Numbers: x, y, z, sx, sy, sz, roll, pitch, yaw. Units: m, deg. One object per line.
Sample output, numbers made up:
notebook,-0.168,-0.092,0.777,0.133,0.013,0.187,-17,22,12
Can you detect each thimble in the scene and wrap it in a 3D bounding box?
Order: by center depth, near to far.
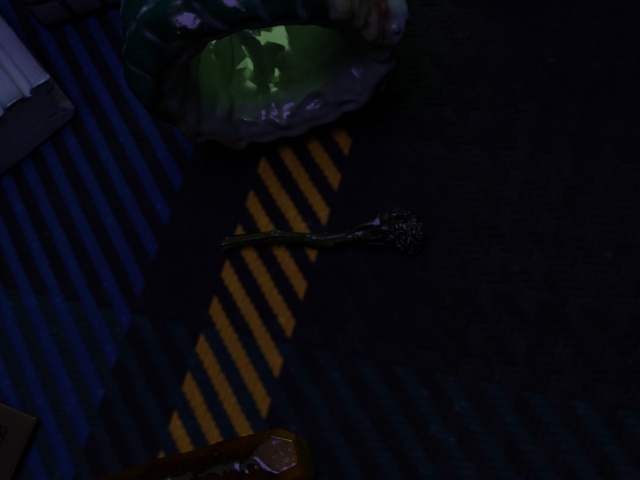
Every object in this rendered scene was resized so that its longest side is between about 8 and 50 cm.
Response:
thimble,-0.057,-0.222,1.086,0.288,0.254,0.167,-16,62,8

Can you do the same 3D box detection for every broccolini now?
broccolini,0.000,0.001,1.093,0.218,0.042,0.044,-8,64,22

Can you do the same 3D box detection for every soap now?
soap,-0.422,-0.201,1.298,0.150,0.094,0.261,-37,58,-7

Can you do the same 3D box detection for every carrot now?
carrot,-0.159,0.240,1.013,0.314,0.066,0.066,-17,61,14

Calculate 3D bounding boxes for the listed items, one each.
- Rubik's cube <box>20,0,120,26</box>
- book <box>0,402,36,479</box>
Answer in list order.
Rubik's cube,-0.285,-0.434,1.279,0.238,0.237,0.237,-16,60,12
book,-0.462,0.212,1.036,0.310,0.021,0.216,26,71,-14
